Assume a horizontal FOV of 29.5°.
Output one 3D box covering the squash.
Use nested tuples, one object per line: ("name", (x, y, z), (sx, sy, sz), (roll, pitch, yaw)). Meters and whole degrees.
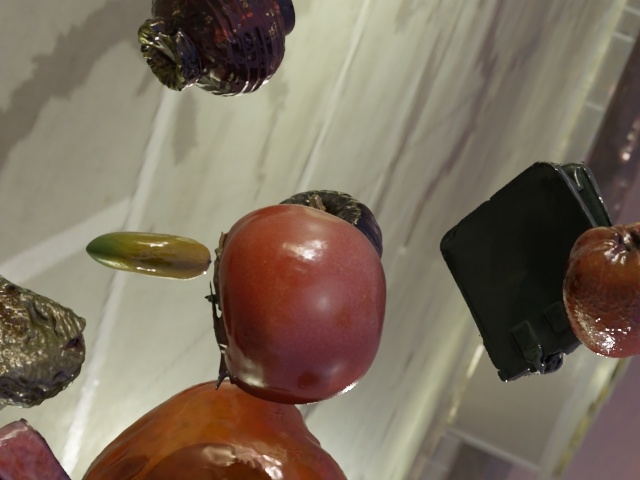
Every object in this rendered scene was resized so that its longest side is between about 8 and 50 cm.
("squash", (0.001, 0.005, 1.904), (0.193, 0.193, 0.156), (-62, 174, -27))

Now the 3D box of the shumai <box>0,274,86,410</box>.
("shumai", (-0.468, 0.163, 1.721), (0.189, 0.256, 0.218), (-63, -179, -36))

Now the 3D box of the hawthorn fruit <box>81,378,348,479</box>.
("hawthorn fruit", (-0.170, 0.455, 1.897), (0.472, 0.472, 0.471), (23, 90, -80))

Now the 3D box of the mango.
("mango", (-0.332, 0.028, 2.380), (0.137, 0.238, 0.091), (-5, -99, 61))

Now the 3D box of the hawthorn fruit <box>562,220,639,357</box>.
("hawthorn fruit", (0.369, 0.081, 1.479), (0.162, 0.163, 0.203), (-54, 146, -51))

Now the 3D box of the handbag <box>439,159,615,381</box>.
("handbag", (0.317, 0.045, 1.735), (0.079, 0.260, 0.247), (-1, 151, -47))

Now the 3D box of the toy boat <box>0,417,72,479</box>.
("toy boat", (-0.419, 0.363, 1.434), (0.282, 0.096, 0.206), (-42, 124, -35))

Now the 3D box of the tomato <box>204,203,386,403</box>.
("tomato", (-0.033, 0.081, 1.505), (0.256, 0.225, 0.255), (-177, -90, -85))

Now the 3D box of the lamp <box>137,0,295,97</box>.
("lamp", (-0.163, -0.328, 1.866), (0.247, 0.247, 0.247), (23, 90, -80))
